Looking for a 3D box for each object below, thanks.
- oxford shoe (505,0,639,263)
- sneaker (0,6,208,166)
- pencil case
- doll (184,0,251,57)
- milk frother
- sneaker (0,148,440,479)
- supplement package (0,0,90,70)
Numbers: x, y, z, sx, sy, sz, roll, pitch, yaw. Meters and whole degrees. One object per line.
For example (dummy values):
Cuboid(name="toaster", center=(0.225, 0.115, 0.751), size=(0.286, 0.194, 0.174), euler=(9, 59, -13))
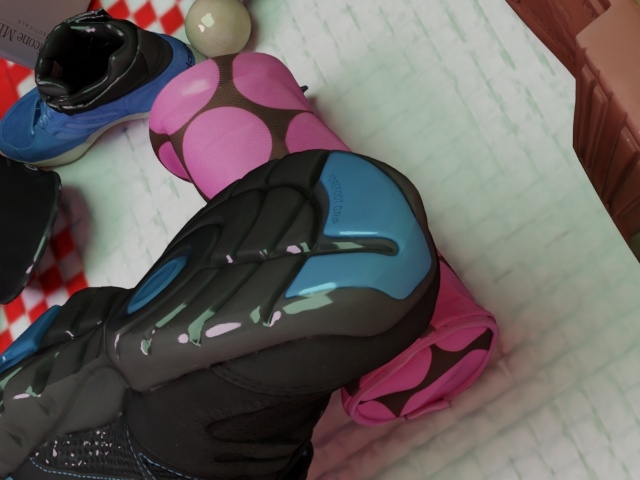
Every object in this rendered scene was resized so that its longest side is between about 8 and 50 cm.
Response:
Cuboid(name="oxford shoe", center=(0.145, -0.159, 0.688), size=(0.146, 0.140, 0.397), euler=(-22, 74, -1))
Cuboid(name="sneaker", center=(-0.146, -0.087, 0.878), size=(0.152, 0.084, 0.058), euler=(-13, 70, 30))
Cuboid(name="pencil case", center=(0.000, 0.000, 0.758), size=(0.095, 0.098, 0.209), euler=(-21, 55, -23))
Cuboid(name="doll", center=(-0.046, -0.195, 0.867), size=(0.129, 0.046, 0.189), euler=(2, 78, 35))
Cuboid(name="milk frother", center=(-0.243, 0.002, 0.885), size=(0.129, 0.134, 0.143), euler=(9, 77, 66))
Cuboid(name="sneaker", center=(-0.040, 0.065, 0.685), size=(0.125, 0.140, 0.341), euler=(-49, 13, -34))
Cuboid(name="supplement package", center=(-0.190, -0.206, 0.928), size=(0.105, 0.105, 0.179), euler=(22, 90, 35))
